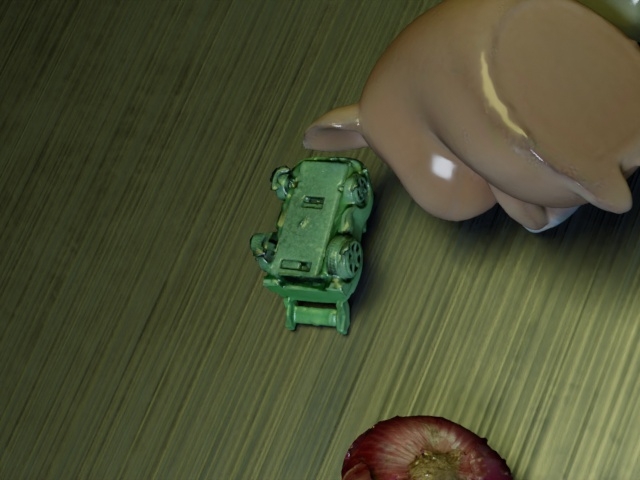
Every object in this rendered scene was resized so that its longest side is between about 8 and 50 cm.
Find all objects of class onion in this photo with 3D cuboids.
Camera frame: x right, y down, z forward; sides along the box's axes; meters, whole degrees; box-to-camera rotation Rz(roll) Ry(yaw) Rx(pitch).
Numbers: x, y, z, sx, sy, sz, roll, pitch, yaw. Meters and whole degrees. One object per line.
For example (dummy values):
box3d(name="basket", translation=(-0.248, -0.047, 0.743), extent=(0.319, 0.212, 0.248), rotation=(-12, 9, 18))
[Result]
box3d(name="onion", translation=(0.078, 0.225, 1.111), extent=(0.150, 0.140, 0.150), rotation=(10, 39, -8))

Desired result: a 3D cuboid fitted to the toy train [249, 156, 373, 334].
box3d(name="toy train", translation=(0.000, 0.000, 1.254), extent=(0.099, 0.081, 0.149), rotation=(2, 64, 25))

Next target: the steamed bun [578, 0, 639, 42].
box3d(name="steamed bun", translation=(0.259, -0.286, 1.210), extent=(0.200, 0.155, 0.250), rotation=(22, 76, 18))

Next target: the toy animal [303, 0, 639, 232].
box3d(name="toy animal", translation=(0.152, -0.107, 1.162), extent=(0.195, 0.256, 0.213), rotation=(-43, 98, -27))
